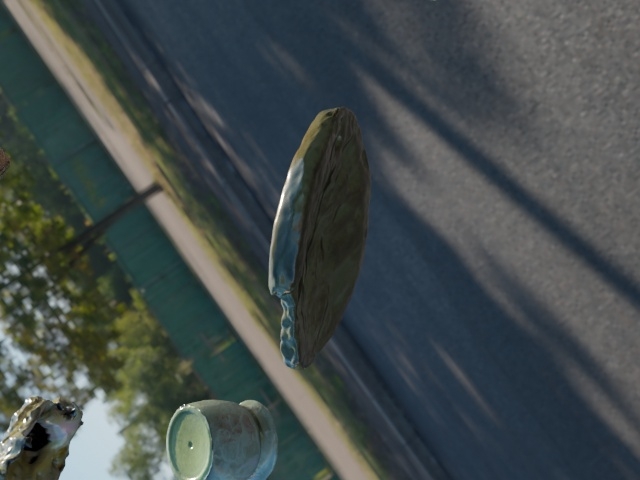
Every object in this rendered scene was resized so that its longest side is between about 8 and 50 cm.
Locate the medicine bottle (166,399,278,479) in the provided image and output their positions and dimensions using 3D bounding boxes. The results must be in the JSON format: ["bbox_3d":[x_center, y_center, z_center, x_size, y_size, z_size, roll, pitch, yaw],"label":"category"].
[{"bbox_3d":[-0.162,0.338,1.764,0.143,0.147,0.147,5,-148,-42],"label":"medicine bottle"}]

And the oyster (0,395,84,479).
[{"bbox_3d":[-0.302,0.216,1.091,0.209,0.072,0.133,-69,-13,-63],"label":"oyster"}]

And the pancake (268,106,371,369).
[{"bbox_3d":[-0.001,0.000,0.928,0.042,0.222,0.236,9,158,16],"label":"pancake"}]

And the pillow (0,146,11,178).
[{"bbox_3d":[-0.360,-0.038,0.883,0.126,0.232,0.043,41,137,-14],"label":"pillow"}]
